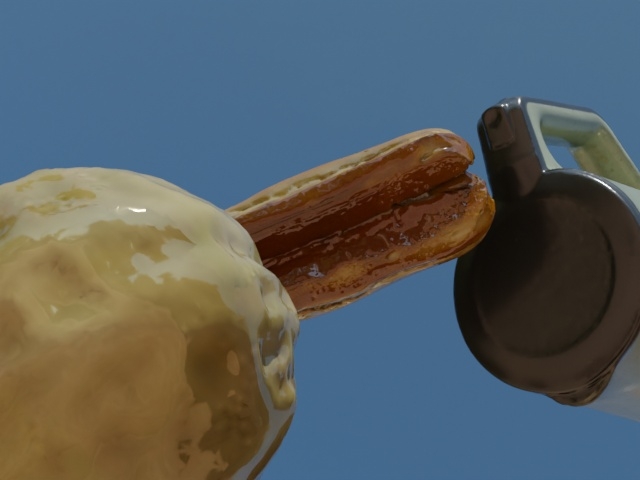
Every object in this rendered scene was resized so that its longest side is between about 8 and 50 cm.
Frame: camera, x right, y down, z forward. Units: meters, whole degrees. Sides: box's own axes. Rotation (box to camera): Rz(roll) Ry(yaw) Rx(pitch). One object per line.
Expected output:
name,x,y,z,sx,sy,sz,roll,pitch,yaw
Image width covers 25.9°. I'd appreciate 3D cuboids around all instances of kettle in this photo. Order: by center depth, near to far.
kettle,0.318,0.019,1.478,0.250,0.361,0.376,-24,-25,34

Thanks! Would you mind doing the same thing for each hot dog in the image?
hot dog,0.000,0.000,1.344,0.337,0.100,0.135,-23,-87,2

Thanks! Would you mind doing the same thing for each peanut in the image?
peanut,-0.135,0.095,0.447,0.305,0.147,0.147,-42,-76,11
